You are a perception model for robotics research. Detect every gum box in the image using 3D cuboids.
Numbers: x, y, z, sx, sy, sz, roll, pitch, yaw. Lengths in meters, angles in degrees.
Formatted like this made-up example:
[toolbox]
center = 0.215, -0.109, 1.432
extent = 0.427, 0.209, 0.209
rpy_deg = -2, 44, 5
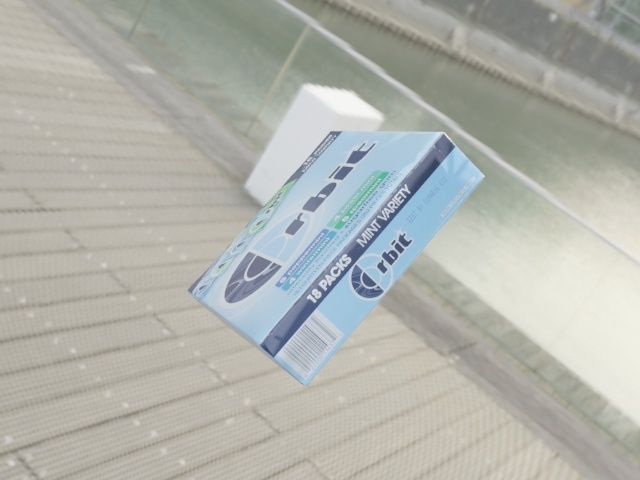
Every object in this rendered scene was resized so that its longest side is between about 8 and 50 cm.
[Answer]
[gum box]
center = 0.000, 0.000, 0.635
extent = 0.041, 0.157, 0.184
rpy_deg = 44, -9, -19
